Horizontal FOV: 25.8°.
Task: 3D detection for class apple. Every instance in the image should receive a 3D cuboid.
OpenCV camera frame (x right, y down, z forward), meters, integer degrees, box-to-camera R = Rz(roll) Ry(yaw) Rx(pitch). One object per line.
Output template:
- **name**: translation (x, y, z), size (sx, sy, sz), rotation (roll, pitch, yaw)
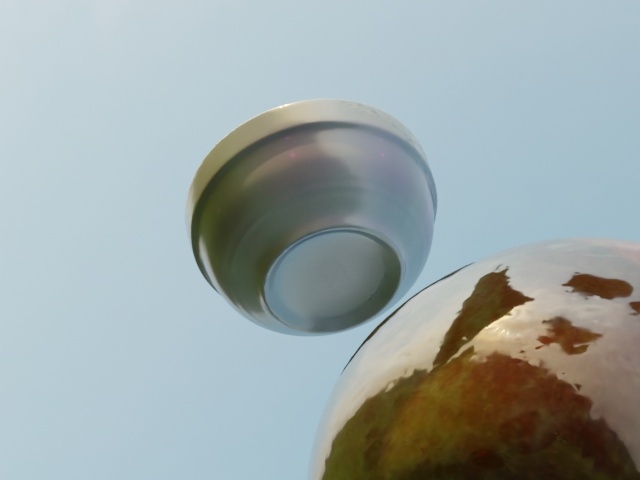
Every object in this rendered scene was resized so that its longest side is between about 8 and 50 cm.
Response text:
- **apple**: translation (0.120, 0.127, 0.646), size (0.257, 0.234, 0.257), rotation (5, -77, 20)

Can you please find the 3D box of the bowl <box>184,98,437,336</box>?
- **bowl**: translation (0.000, 0.000, 1.544), size (0.144, 0.287, 0.287), rotation (-107, -146, -48)
